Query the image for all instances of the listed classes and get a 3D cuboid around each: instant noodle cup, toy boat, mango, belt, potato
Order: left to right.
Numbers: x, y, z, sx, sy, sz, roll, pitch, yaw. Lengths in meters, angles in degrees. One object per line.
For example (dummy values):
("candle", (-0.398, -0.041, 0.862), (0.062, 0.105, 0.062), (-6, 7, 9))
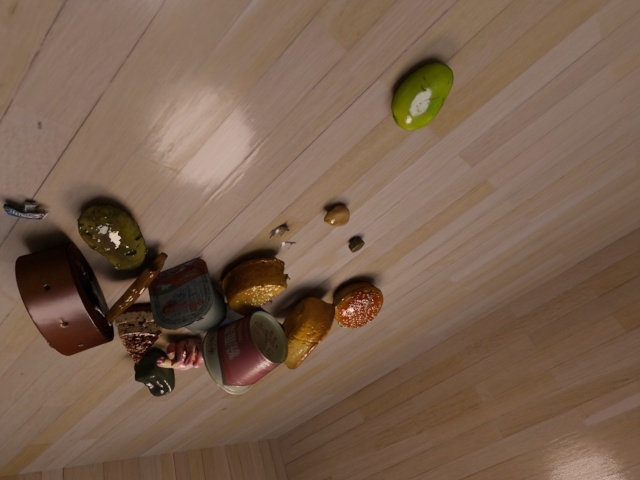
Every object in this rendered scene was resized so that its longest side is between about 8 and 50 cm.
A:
("toy boat", (-0.623, -0.066, 0.897), (0.083, 0.038, 0.038), (11, 134, -40))
("belt", (-0.624, 0.155, 1.050), (0.122, 0.217, 0.338), (-18, 144, -18))
("potato", (-0.489, -0.003, 1.012), (0.118, 0.090, 0.225), (-18, 146, -7))
("instant noodle cup", (-0.226, 0.339, 1.328), (0.179, 0.234, 0.235), (-34, 146, 20))
("potato", (0.049, -0.071, 1.262), (0.083, 0.062, 0.068), (-29, 131, -47))
("mango", (0.229, -0.334, 0.975), (0.117, 0.089, 0.163), (9, 125, -27))

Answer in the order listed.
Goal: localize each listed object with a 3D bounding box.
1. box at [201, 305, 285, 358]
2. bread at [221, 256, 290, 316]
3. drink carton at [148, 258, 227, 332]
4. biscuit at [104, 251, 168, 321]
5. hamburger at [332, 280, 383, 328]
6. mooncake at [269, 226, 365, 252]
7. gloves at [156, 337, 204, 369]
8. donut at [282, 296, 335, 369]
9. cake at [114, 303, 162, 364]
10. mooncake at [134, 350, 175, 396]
("box", (-0.306, 0.373, 1.569), (0.292, 0.262, 0.206), (-6, 157, -39))
("bread", (-0.219, 0.138, 1.327), (0.229, 0.143, 0.140), (-37, 144, 23))
("drink carton", (-0.390, 0.193, 1.281), (0.186, 0.190, 0.189), (-21, 154, -6))
("biscuit", (-0.483, 0.119, 1.137), (0.034, 0.182, 0.215), (41, 94, -13))
("hamburger", (0.153, 0.263, 1.727), (0.237, 0.147, 0.236), (-17, 145, -13))
("mooncake", (0.006, 0.008, 1.354), (0.150, 0.057, 0.347), (-48, 138, 14))
("gloves", (-0.515, 0.428, 1.597), (0.145, 0.126, 0.241), (1, 151, 8))
("donut", (-0.071, 0.339, 1.617), (0.110, 0.302, 0.303), (37, 123, -12))
("cake", (-0.621, 0.308, 1.369), (0.135, 0.112, 0.246), (12, 137, -38))
("mooncake", (-0.627, 0.510, 1.602), (0.104, 0.174, 0.168), (-24, -171, -5))
